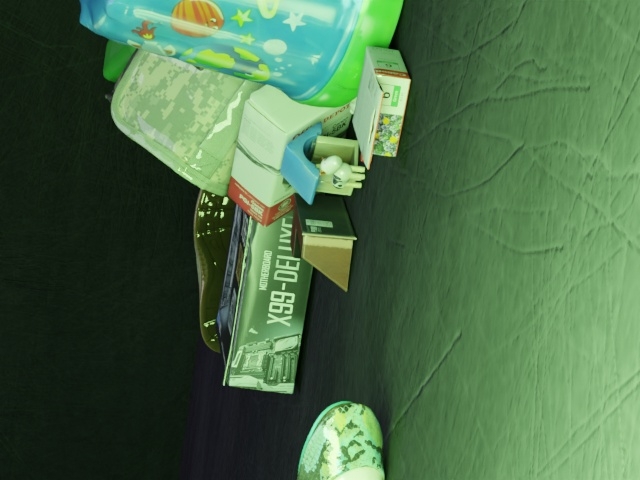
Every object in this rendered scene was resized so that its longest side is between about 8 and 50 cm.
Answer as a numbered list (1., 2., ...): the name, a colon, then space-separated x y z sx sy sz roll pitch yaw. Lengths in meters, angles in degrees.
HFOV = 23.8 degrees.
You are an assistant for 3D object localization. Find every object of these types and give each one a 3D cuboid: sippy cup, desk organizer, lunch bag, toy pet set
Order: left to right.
1. sippy cup: -0.075 -0.235 1.236 0.305 0.224 0.240 120 147 -45
2. lunch bag: -0.093 -0.183 1.543 0.235 0.169 0.287 -55 16 3
3. desk organizer: 0.000 0.000 1.347 0.130 0.047 0.050 -104 20 -72
4. toy pet set: 0.005 -0.094 1.319 0.114 0.065 0.122 107 168 -56

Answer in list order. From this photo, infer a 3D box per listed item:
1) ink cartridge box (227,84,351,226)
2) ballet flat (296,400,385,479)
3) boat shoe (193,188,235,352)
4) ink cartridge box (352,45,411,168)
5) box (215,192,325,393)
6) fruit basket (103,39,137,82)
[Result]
1. ink cartridge box: -0.027 -0.091 1.419 0.099 0.056 0.135 -35 -24 -32
2. ballet flat: 0.015 0.194 1.019 0.070 0.070 0.188 -92 10 -54
3. boat shoe: -0.133 0.009 2.214 0.098 0.109 0.302 -122 34 -78
4. ink cartridge box: 0.047 -0.099 1.129 0.115 0.029 0.062 -101 20 -66
5. box: -0.059 0.016 1.686 0.307 0.077 0.242 -122 40 -80
6. fruit basket: -0.108 -0.360 1.821 0.392 0.283 0.392 -31 51 48
